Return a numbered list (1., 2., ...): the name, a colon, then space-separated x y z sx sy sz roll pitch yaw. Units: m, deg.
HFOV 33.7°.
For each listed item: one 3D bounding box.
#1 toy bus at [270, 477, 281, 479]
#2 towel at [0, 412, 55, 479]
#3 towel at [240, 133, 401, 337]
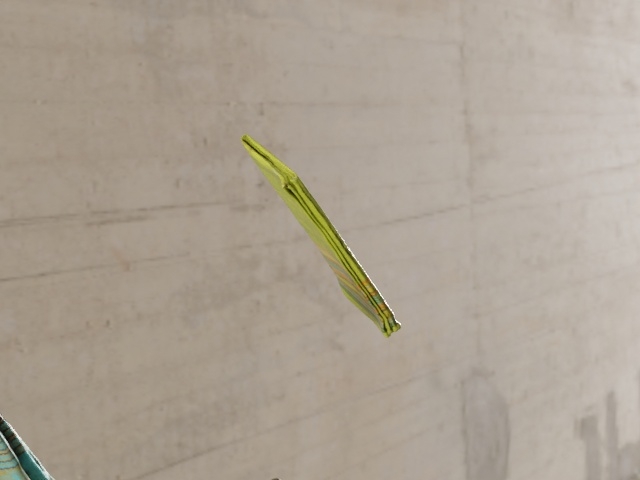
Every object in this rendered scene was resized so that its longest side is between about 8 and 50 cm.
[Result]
1. toy bus: -0.055 0.367 1.233 0.191 0.104 0.202 18 -123 -48
2. towel: -0.290 0.259 0.736 0.271 0.040 0.370 -29 -43 -13
3. towel: 0.000 0.000 1.016 0.021 0.102 0.237 -42 -48 -8
